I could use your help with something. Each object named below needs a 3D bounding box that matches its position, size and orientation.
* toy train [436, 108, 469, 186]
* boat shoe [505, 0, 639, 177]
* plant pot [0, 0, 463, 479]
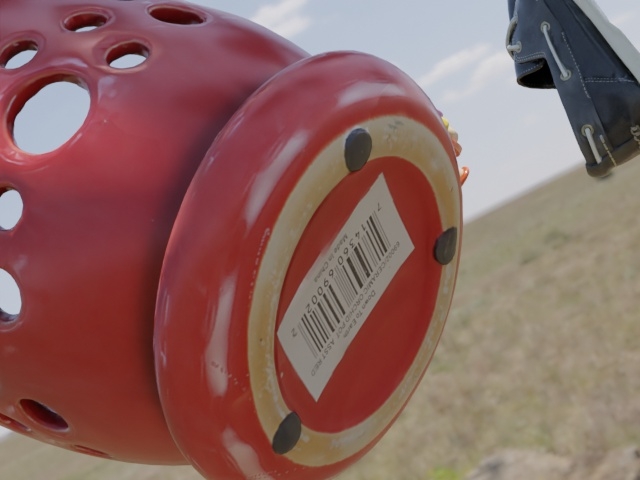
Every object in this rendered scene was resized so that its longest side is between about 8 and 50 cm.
[{"bbox_3d":[0.082,-0.040,1.195,0.166,0.046,0.125,-84,16,-76],"label":"toy train"},{"bbox_3d":[0.157,-0.144,1.013,0.079,0.233,0.084,-38,-32,15],"label":"boat shoe"},{"bbox_3d":[-0.050,0.003,0.581,0.174,0.191,0.191,18,25,33],"label":"plant pot"}]
